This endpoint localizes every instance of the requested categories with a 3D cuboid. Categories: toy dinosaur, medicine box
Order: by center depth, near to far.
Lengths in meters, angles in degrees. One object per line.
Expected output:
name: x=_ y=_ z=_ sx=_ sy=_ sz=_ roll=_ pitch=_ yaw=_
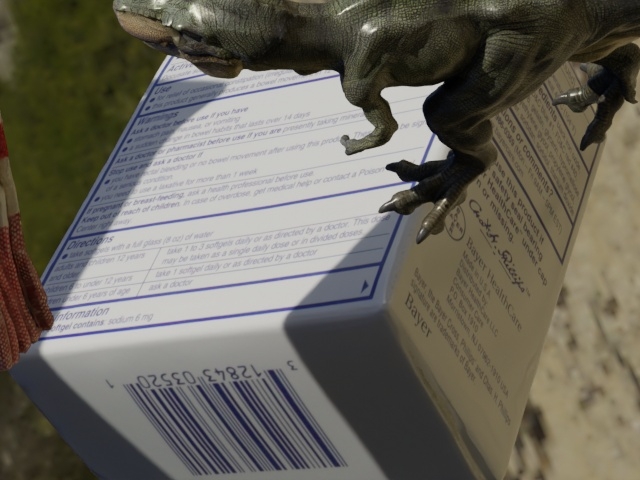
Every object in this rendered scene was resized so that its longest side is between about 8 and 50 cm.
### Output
toy dinosaur: x=0.069 y=-0.065 z=0.652 sx=0.118 sy=0.268 sz=0.064 roll=86 pitch=171 yaw=-57
medicine box: x=0.000 y=0.000 z=1.125 sx=0.149 sy=0.263 sz=0.289 roll=57 pitch=-140 yaw=-33

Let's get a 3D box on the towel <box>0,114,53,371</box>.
towel: x=-0.218 y=-0.117 z=0.666 sx=0.037 sy=0.237 sz=0.329 roll=-37 pitch=-54 yaw=-55
